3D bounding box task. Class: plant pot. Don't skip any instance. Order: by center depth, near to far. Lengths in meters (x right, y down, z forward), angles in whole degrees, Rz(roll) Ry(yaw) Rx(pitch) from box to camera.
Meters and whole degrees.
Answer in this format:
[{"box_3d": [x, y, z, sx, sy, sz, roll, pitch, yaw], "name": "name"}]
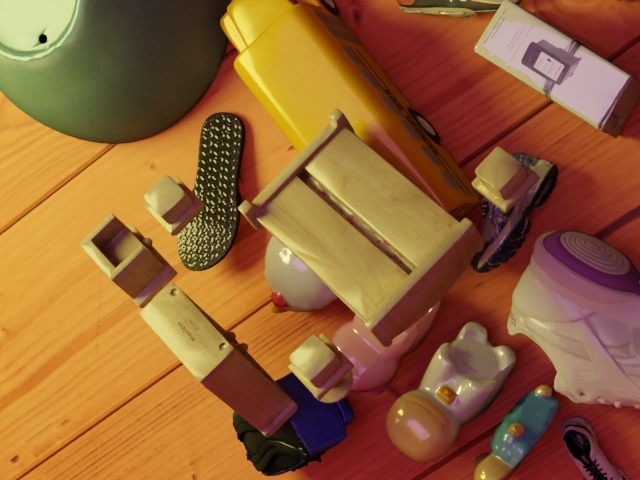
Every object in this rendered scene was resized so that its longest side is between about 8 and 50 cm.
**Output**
[{"box_3d": [-0.266, -0.251, 1.750, 0.290, 0.195, 0.290, 1, 92, 20], "name": "plant pot"}]

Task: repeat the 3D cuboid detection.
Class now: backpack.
[{"box_3d": [-0.029, 0.196, 1.728, 0.120, 0.101, 0.098, -39, 72, 50], "name": "backpack"}]

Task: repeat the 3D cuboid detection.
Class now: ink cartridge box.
[{"box_3d": [0.240, -0.169, 1.607, 0.150, 0.109, 0.063, 35, 100, 16], "name": "ink cartridge box"}]

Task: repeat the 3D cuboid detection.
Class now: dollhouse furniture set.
[{"box_3d": [0.000, 0.000, 1.610, 0.355, 0.174, 0.303, -44, 60, -4], "name": "dollhouse furniture set"}]

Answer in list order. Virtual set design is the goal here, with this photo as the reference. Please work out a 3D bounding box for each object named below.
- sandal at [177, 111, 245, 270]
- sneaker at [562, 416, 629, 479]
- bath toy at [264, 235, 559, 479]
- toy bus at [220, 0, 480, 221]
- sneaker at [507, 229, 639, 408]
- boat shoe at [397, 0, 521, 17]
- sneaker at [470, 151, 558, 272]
[{"box_3d": [-0.112, -0.051, 1.787, 0.067, 0.040, 0.179, 8, 80, 15], "name": "sandal"}, {"box_3d": [0.276, 0.231, 1.643, 0.040, 0.044, 0.109, -38, 81, 16], "name": "sneaker"}, {"box_3d": [0.072, 0.119, 1.678, 0.348, 0.151, 0.129, 42, 142, 14], "name": "bath toy"}, {"box_3d": [0.020, -0.135, 1.680, 0.108, 0.130, 0.333, -41, 78, 17], "name": "toy bus"}, {"box_3d": [0.323, 0.118, 1.605, 0.305, 0.114, 0.152, 36, 123, 15], "name": "sneaker"}, {"box_3d": [0.143, -0.251, 1.679, 0.137, 0.049, 0.043, 8, 137, 18], "name": "boat shoe"}, {"box_3d": [0.189, -0.030, 1.670, 0.058, 0.052, 0.135, 34, 96, 26], "name": "sneaker"}]
